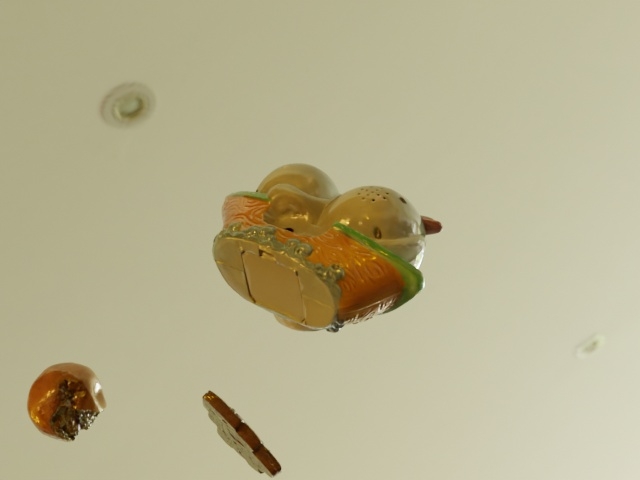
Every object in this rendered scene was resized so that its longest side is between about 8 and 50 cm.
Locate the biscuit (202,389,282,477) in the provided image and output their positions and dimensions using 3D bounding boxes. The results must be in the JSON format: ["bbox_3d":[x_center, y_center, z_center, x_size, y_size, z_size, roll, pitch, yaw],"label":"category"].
[{"bbox_3d":[-0.065,0.146,0.876,0.016,0.082,0.092,-40,-59,-19],"label":"biscuit"}]

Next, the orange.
[{"bbox_3d":[-0.273,0.169,1.214,0.086,0.086,0.062,-18,-22,-17],"label":"orange"}]

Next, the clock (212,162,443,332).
[{"bbox_3d":[0.000,0.000,0.969,0.144,0.231,0.103,-35,-47,-37],"label":"clock"}]
